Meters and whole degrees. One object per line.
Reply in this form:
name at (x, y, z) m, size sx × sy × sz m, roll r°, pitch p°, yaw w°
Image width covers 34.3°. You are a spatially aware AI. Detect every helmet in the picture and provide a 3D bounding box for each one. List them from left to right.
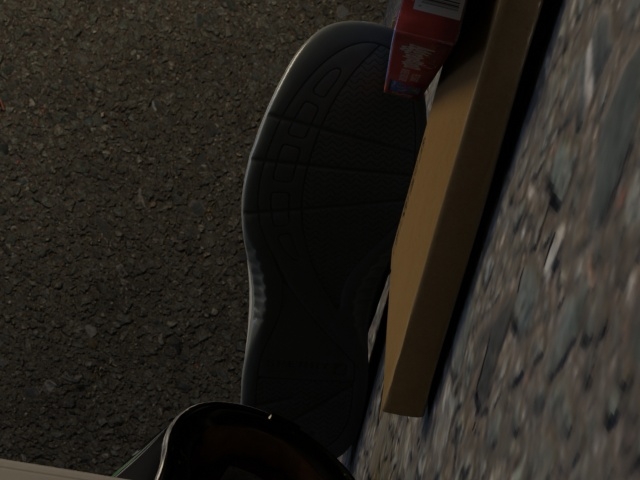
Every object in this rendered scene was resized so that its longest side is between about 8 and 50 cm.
helmet at (-0.062, 0.186, 0.552) m, size 0.161 × 0.169 × 0.169 m, roll -60°, pitch 6°, yaw 17°

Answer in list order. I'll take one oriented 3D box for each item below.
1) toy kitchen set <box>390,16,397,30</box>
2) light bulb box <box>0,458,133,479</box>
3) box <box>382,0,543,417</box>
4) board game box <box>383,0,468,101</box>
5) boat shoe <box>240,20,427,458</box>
toy kitchen set at (0.062, -0.188, 1.037) m, size 0.075 × 0.068 × 0.083 m, roll -79°, pitch 2°, yaw -64°
light bulb box at (-0.125, 0.300, 0.248) m, size 0.358 × 0.225 × 0.360 m, roll -88°, pitch 10°, yaw -63°
box at (0.063, -0.044, 0.479) m, size 0.164 × 0.021 × 0.201 m, roll -78°, pitch 2°, yaw -64°
board game box at (0.062, -0.151, 0.513) m, size 0.281 × 0.027 × 0.145 m, roll -56°, pitch -18°, yaw -85°
boat shoe at (0.002, 0.001, 0.738) m, size 0.103 × 0.118 × 0.320 m, roll -93°, pitch 9°, yaw -71°
